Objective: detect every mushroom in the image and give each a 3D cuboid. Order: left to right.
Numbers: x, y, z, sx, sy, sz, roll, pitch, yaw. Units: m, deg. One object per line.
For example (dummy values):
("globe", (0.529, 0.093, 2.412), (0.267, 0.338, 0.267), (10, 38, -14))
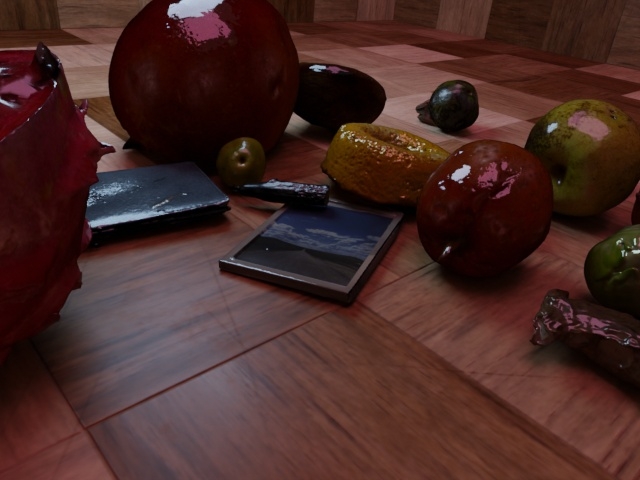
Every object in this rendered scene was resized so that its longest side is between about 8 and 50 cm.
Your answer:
("mushroom", (0.024, -0.310, 1.186), (0.231, 0.138, 0.194), (13, 11, 23))

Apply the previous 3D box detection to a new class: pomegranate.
("pomegranate", (0.312, -0.337, 1.319), (0.163, 0.126, 0.138), (21, 45, 28))

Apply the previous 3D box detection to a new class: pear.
("pear", (-0.136, -0.129, 0.914), (0.092, 0.092, 0.097), (4, -13, -3))
("pear", (0.450, -0.141, 0.910), (0.197, 0.197, 0.197), (4, 29, -2))

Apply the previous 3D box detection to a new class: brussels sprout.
("brussels sprout", (0.399, 0.038, 0.648), (0.155, 0.155, 0.118), (16, 67, 18))

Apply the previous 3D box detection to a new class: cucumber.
("cucumber", (-0.066, -0.078, 0.846), (0.163, 0.039, 0.043), (7, 8, 6))

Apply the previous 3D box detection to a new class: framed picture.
("framed picture", (0.000, 0.000, 0.770), (0.188, 0.023, 0.260), (13, 30, 19))

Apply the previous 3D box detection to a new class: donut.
("donut", (0.125, -0.124, 0.931), (0.253, 0.118, 0.253), (16, 20, -6))

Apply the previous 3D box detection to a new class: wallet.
("wallet", (-0.337, -0.051, 0.775), (0.378, 0.046, 0.190), (-12, 34, -30))

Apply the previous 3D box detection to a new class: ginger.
("ginger", (0.372, 0.119, 0.549), (0.290, 0.084, 0.122), (19, 25, 21))

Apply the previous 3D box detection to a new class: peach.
("peach", (-0.212, -0.328, 1.032), (0.334, 0.310, 0.406), (19, 31, 18))

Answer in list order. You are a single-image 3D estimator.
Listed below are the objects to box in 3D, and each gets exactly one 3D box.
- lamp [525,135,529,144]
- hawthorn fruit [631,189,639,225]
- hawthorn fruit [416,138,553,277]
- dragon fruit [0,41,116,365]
("lamp", (0.515, -0.168, 1.049), (0.214, 0.121, 0.121), (13, 28, -9))
("hawthorn fruit", (0.624, -0.031, 0.790), (0.285, 0.165, 0.165), (21, 32, 29))
("hawthorn fruit", (0.207, -0.033, 0.710), (0.179, 0.179, 0.200), (26, 44, 33))
("dragon fruit", (-0.366, -0.013, 0.492), (0.370, 0.249, 0.386), (-16, 38, -4))
